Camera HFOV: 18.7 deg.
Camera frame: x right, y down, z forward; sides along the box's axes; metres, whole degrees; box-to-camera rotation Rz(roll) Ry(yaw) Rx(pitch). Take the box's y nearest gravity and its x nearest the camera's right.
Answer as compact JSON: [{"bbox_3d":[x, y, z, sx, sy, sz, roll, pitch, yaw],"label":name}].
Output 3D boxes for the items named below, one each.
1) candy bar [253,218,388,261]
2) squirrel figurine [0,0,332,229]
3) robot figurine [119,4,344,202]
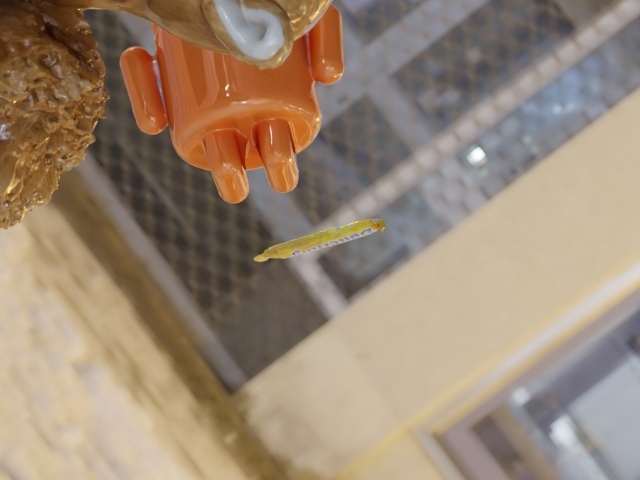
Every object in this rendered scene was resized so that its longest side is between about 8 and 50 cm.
[{"bbox_3d":[0.000,0.000,2.235,0.040,0.161,0.018,6,70,-66],"label":"candy bar"},{"bbox_3d":[-0.183,-0.191,1.234,0.370,0.397,0.281,29,6,-9],"label":"squirrel figurine"},{"bbox_3d":[-0.069,-0.144,1.604,0.128,0.158,0.219,12,57,-45],"label":"robot figurine"}]
